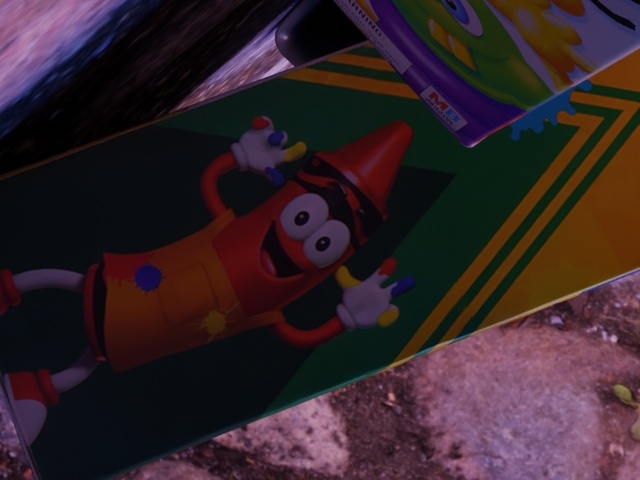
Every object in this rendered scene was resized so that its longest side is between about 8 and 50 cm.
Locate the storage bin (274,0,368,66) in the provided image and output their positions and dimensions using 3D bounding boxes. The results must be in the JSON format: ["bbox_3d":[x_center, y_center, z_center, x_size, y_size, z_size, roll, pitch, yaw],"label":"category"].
[{"bbox_3d":[0.048,-0.177,1.240,0.135,0.098,0.091,-40,-168,46],"label":"storage bin"}]

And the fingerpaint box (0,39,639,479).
[{"bbox_3d":[0.000,0.000,0.996,0.371,0.163,0.445,-21,179,-6],"label":"fingerpaint box"}]

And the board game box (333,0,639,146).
[{"bbox_3d":[0.071,-0.135,0.420,0.144,0.142,0.275,-42,-179,-7],"label":"board game box"}]
